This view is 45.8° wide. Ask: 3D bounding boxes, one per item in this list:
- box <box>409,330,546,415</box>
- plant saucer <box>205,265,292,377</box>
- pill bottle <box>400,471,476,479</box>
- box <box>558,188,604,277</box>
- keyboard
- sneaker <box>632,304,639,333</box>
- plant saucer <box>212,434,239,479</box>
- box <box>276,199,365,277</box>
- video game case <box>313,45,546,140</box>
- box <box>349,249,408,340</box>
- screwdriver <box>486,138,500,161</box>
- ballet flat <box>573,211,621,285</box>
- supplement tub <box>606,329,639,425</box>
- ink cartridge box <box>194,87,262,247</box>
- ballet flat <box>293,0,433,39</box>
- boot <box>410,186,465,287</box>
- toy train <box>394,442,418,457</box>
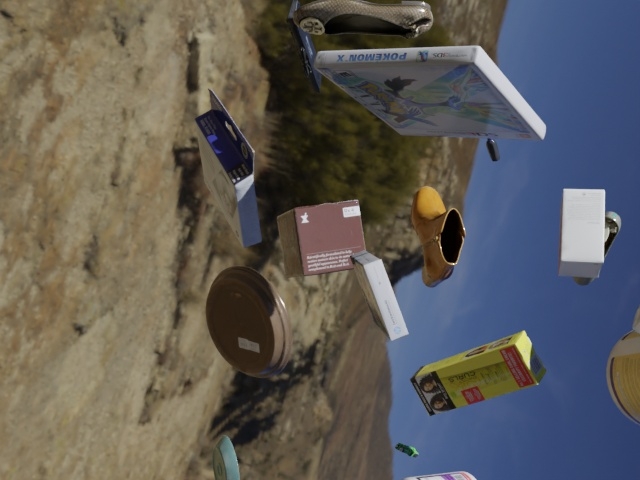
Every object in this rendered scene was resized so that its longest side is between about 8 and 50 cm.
[{"bbox_3d":[0.279,0.243,1.362,0.232,0.087,0.058,-27,-177,36],"label":"box"},{"bbox_3d":[-0.178,0.196,1.781,0.041,0.278,0.278,-20,134,-47],"label":"plant saucer"},{"bbox_3d":[0.201,0.495,1.418,0.108,0.193,0.108,-12,-104,61],"label":"pill bottle"},{"bbox_3d":[0.588,-0.015,1.711,0.130,0.091,0.171,53,43,-67],"label":"box"},{"bbox_3d":[-0.032,-0.382,1.530,0.180,0.023,0.108,66,20,-44],"label":"keyboard"},{"bbox_3d":[0.684,0.140,1.264,0.130,0.236,0.323,-61,168,-14],"label":"sneaker"},{"bbox_3d":[-0.177,0.420,1.394,0.119,0.021,0.119,175,-90,-66],"label":"plant saucer"},{"bbox_3d":[0.000,0.000,1.899,0.203,0.168,0.167,165,-83,-75],"label":"box"},{"bbox_3d":[0.197,-0.248,1.318,0.329,0.299,0.036,25,77,-53],"label":"video game case"},{"bbox_3d":[0.106,0.097,1.409,0.186,0.038,0.145,-145,-145,-82],"label":"box"},{"bbox_3d":[0.368,-0.251,1.688,0.170,0.024,0.025,64,30,-27],"label":"screwdriver"},{"bbox_3d":[0.700,0.025,1.940,0.068,0.072,0.213,-30,142,-63],"label":"ballet flat"},{"bbox_3d":[0.790,0.284,1.612,0.331,0.241,0.241,116,-9,-76],"label":"supplement tub"},{"bbox_3d":[-0.178,-0.136,1.427,0.223,0.045,0.224,55,-24,40],"label":"ink cartridge box"},{"bbox_3d":[0.076,-0.387,1.346,0.084,0.249,0.058,111,-22,-80],"label":"ballet flat"},{"bbox_3d":[0.302,-0.042,1.890,0.211,0.104,0.295,110,-18,-65],"label":"boot"},{"bbox_3d":[0.197,0.480,1.729,0.017,0.024,0.083,-50,138,7],"label":"toy train"}]
